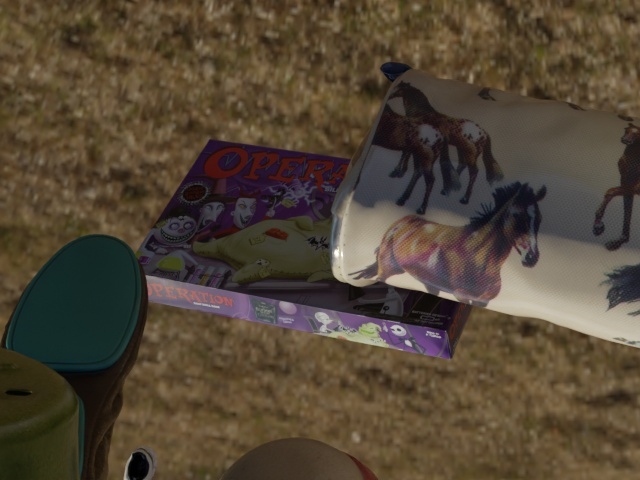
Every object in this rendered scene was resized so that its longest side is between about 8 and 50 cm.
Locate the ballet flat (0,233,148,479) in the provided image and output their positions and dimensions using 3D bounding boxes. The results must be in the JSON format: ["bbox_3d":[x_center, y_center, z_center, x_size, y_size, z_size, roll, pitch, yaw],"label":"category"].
[{"bbox_3d":[-0.208,0.142,1.140,0.116,0.342,0.124,4,129,-4],"label":"ballet flat"}]

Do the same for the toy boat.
[{"bbox_3d":[-0.028,0.275,1.121,0.151,0.151,0.231,37,91,-34],"label":"toy boat"}]

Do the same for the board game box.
[{"bbox_3d":[0.000,0.000,1.415,0.347,0.208,0.056,9,134,23],"label":"board game box"}]

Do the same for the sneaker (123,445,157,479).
[{"bbox_3d":[-0.208,0.283,1.564,0.040,0.109,0.044,4,169,2],"label":"sneaker"}]

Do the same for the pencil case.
[{"bbox_3d":[0.221,-0.008,0.929,0.411,0.183,0.159,12,113,12],"label":"pencil case"}]

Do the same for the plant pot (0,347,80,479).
[{"bbox_3d":[-0.253,0.233,0.694,0.367,0.366,0.352,5,98,0],"label":"plant pot"}]
